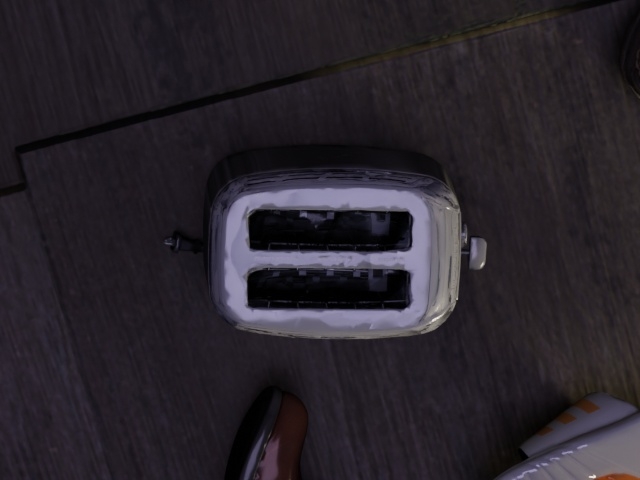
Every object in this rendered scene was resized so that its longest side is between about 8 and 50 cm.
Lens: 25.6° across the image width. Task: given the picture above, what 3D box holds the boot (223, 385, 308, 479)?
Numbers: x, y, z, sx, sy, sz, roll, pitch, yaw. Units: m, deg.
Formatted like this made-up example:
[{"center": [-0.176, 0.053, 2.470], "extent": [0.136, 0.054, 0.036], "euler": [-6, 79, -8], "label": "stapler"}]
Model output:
[{"center": [0.060, 0.247, 1.076], "extent": [0.280, 0.096, 0.264], "euler": [6, 99, -6], "label": "boot"}]

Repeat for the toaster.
[{"center": [0.000, 0.000, 1.004], "extent": [0.227, 0.146, 0.129], "euler": [2, 98, -4], "label": "toaster"}]

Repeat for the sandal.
[{"center": [0.239, 0.156, 1.086], "extent": [0.265, 0.076, 0.102], "euler": [-25, 117, -5], "label": "sandal"}]

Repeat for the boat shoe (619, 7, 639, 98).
[{"center": [0.398, -0.108, 1.022], "extent": [0.355, 0.130, 0.132], "euler": [13, 98, -6], "label": "boat shoe"}]
